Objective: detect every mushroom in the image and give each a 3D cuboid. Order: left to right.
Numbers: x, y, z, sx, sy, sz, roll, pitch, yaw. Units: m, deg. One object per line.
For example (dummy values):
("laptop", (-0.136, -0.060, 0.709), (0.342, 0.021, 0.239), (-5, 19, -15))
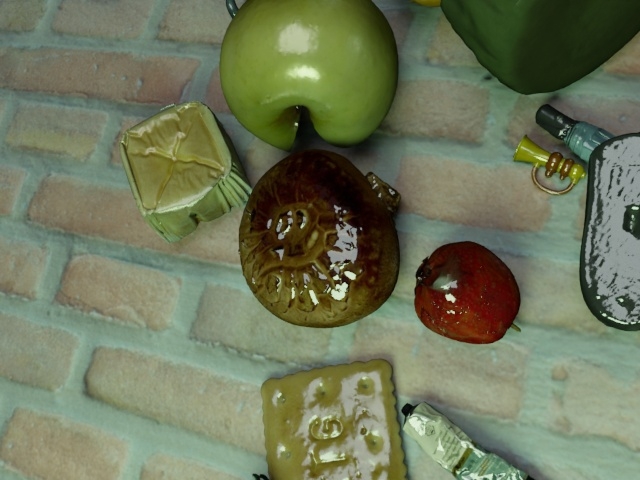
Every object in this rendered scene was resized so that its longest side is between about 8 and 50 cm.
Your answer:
("mushroom", (0.000, -0.008, 1.066), (0.278, 0.163, 0.297), (-40, 62, 2))

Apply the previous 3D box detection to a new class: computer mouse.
("computer mouse", (0.432, -0.012, 0.951), (0.137, 0.086, 0.270), (6, 89, 30))

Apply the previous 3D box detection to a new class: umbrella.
("umbrella", (0.426, -0.129, 1.024), (0.250, 0.052, 0.053), (43, 119, 26))

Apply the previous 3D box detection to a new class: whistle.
("whistle", (0.346, -0.113, 1.056), (0.109, 0.046, 0.057), (33, 69, 20))

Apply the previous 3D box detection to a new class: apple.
("apple", (-0.015, -0.285, 1.126), (0.291, 0.292, 0.254), (1, 66, 19))

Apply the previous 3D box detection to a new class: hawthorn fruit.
("hawthorn fruit", (0.216, 0.080, 0.985), (0.172, 0.148, 0.148), (27, 80, -2))

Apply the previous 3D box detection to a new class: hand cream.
("hand cream", (0.214, 0.305, 0.949), (0.248, 0.052, 0.075), (34, 107, 20))

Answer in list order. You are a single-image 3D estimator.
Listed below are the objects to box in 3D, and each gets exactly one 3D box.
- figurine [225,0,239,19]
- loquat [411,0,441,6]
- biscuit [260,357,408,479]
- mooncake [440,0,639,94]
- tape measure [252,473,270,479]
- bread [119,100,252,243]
("figurine", (-0.099, -0.441, 1.279), (0.265, 0.140, 0.193), (-41, 45, -16))
("loquat", (0.205, -0.511, 1.123), (0.274, 0.275, 0.275), (-6, 69, 16))
("biscuit", (0.022, 0.341, 0.995), (0.217, 0.044, 0.325), (-11, 67, 13))
("mooncake", (0.345, -0.397, 0.988), (0.356, 0.356, 0.194), (-37, 61, 2))
("tape measure", (-0.144, 0.495, 0.945), (0.164, 0.084, 0.330), (37, 91, 38))
("bread", (-0.236, -0.122, 1.218), (0.192, 0.110, 0.210), (-29, 64, 0))
